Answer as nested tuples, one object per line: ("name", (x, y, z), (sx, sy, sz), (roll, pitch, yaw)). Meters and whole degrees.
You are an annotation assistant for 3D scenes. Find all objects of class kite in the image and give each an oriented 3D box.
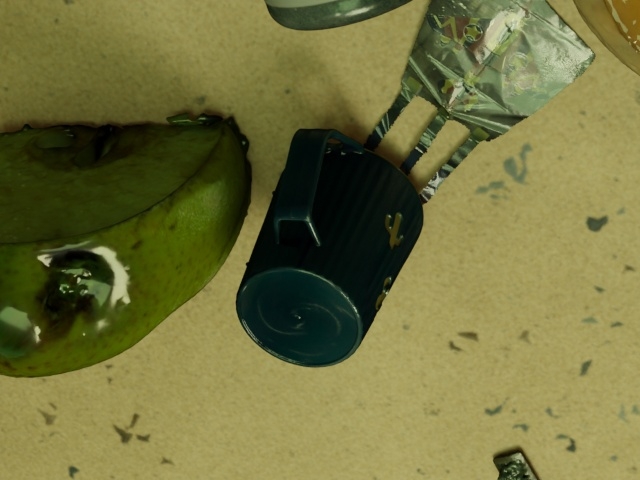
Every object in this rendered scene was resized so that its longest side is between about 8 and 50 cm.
("kite", (0.107, -0.112, 1.552), (0.141, 0.015, 0.245), (34, 123, -6))

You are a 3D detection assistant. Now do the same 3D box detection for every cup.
("cup", (0.000, 0.000, 1.548), (0.131, 0.155, 0.176), (1, 130, 21))

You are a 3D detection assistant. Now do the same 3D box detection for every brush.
("brush", (0.214, 0.276, 1.753), (0.034, 0.027, 0.190), (-19, 115, 26))

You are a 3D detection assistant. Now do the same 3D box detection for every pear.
("pear", (-0.187, 0.016, 1.565), (0.238, 0.255, 0.164), (-3, 119, 10))

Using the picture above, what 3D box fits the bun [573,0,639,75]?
("bun", (0.305, -0.244, 1.332), (0.299, 0.165, 0.298), (0, 109, 0))

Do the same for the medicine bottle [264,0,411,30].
("medicine bottle", (-0.013, -0.306, 1.336), (0.141, 0.141, 0.293), (-10, 115, 20))
